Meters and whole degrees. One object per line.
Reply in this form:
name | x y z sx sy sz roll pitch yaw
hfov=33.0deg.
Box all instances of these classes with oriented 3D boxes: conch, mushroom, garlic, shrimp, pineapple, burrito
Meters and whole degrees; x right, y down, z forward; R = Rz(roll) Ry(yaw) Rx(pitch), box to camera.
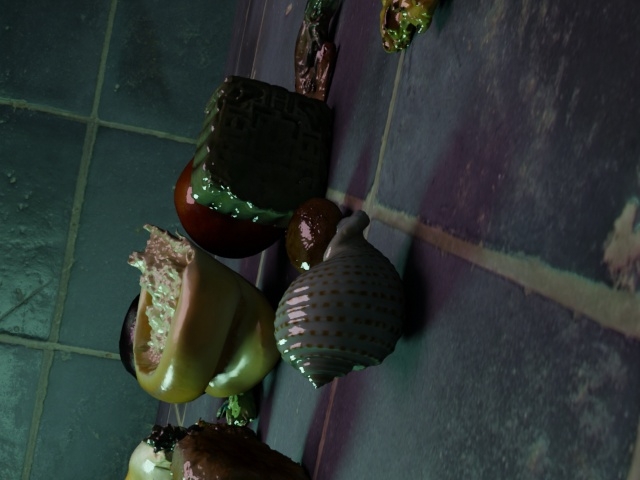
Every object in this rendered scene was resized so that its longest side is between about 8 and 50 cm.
conch | 0.037 0.076 1.211 0.200 0.131 0.172 -55 -22 -14
mushroom | 0.000 0.000 1.586 0.127 0.087 0.127 24 117 58
garlic | -0.348 0.564 2.365 0.313 0.249 0.286 -46 13 33
shrimp | -0.007 -0.327 1.935 0.173 0.058 0.253 -104 23 -46
pineapple | -0.209 0.366 1.914 0.108 0.198 0.108 -166 90 -76
burrito | -0.166 0.288 2.095 0.104 0.054 0.288 -63 18 19

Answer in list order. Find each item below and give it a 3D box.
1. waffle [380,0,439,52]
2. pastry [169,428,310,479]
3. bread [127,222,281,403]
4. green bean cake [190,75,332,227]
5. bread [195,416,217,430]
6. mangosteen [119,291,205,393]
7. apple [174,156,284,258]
waffle | 0.125 -0.359 1.358 0.291 0.051 0.291 -168 90 -80
pastry | -0.117 0.340 1.528 0.182 0.193 0.093 -138 65 -68
bread | -0.223 0.124 2.000 0.424 0.245 0.328 -168 73 -71
green bean cake | -0.094 -0.141 1.794 0.125 0.223 0.227 -31 48 61
bread | -0.219 0.453 2.112 0.199 0.104 0.199 -165 90 -79
mangosteen | -0.285 0.213 2.353 0.233 0.288 0.287 62 -151 -61
apple | -0.165 -0.073 2.020 0.230 0.230 0.229 -169 90 -78
